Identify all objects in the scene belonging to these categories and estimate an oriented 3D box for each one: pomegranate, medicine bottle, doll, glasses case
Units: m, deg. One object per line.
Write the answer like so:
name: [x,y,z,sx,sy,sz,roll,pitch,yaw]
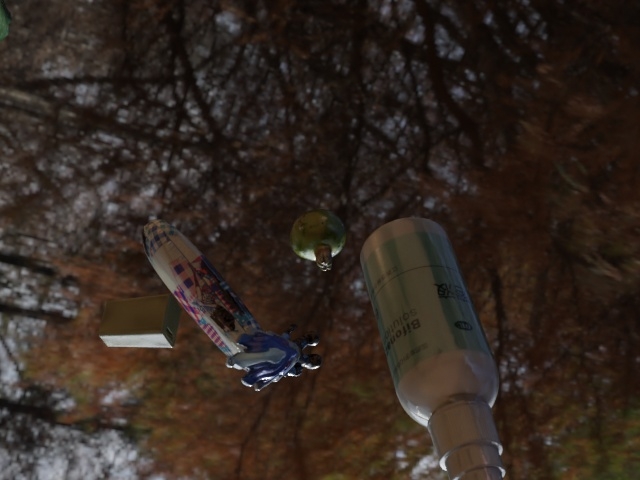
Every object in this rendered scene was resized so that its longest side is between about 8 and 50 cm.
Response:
pomegranate: [0.003,-0.001,1.219,0.084,0.073,0.073,47,-57,26]
medicine bottle: [0.129,0.132,1.009,0.110,0.110,0.352,-55,-146,35]
doll: [-0.076,0.178,1.461,0.070,0.195,0.096,-14,-98,40]
glasses case: [-0.196,0.099,1.638,0.076,0.327,0.125,-38,175,-19]

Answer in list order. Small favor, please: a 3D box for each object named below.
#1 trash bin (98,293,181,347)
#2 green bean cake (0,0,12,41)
trash bin: [-0.233,0.105,1.221,0.043,0.092,0.061,70,21,-50]
green bean cake: [-0.504,-0.197,0.932,0.169,0.300,0.308,134,-21,-75]
